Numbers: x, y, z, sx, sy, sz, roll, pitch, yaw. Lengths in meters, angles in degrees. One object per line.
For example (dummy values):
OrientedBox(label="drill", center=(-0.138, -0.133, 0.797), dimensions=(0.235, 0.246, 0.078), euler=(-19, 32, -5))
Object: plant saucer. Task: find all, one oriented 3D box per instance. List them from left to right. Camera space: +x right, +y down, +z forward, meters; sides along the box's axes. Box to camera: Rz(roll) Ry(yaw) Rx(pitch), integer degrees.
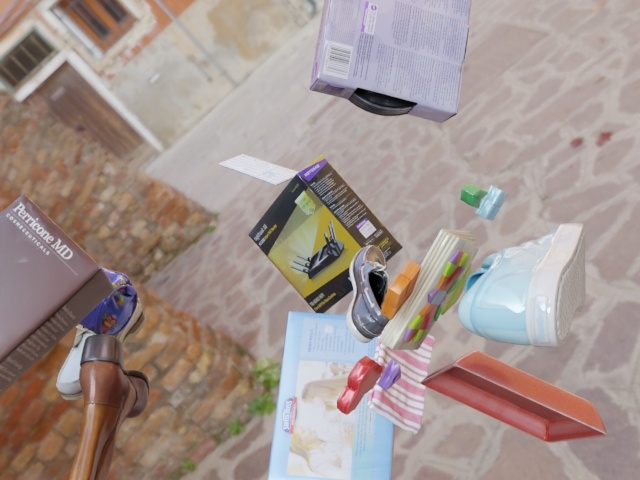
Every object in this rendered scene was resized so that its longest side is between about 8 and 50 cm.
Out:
OrientedBox(label="plant saucer", center=(0.316, 0.258, 1.376), dimensions=(0.259, 0.258, 0.047), euler=(108, -173, -74))

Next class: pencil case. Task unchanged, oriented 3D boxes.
OrientedBox(label="pencil case", center=(-0.506, 0.072, 1.634), dimensions=(0.133, 0.306, 0.119), euler=(-62, -16, -2))

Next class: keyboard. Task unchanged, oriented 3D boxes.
OrientedBox(label="keyboard", center=(-0.145, -0.167, 1.923), dimensions=(0.072, 0.014, 0.256), euler=(-20, 25, -31))

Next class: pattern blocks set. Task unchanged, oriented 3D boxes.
OrientedBox(label="pattern blocks set", center=(0.147, 0.070, 1.095), dimensions=(0.285, 0.026, 0.325), euler=(-13, -49, -60))

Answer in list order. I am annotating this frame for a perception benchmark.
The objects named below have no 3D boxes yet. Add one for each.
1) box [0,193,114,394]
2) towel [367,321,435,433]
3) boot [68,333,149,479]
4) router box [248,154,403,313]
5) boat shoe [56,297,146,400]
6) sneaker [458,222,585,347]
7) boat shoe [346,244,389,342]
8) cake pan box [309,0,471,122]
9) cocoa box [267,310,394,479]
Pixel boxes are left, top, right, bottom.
OrientedBox(label="box", center=(-0.542, 0.131, 1.323), dimensions=(0.381, 0.191, 0.143), euler=(-46, -10, -18))
OrientedBox(label="towel", center=(0.152, 0.244, 1.535), dimensions=(0.029, 0.144, 0.197), euler=(-15, 52, 42))
OrientedBox(label="boot", center=(-0.346, 0.335, 1.364), dimensions=(0.264, 0.096, 0.280), euler=(100, 170, -57))
OrientedBox(label="router box", center=(0.000, 0.000, 1.696), dimensions=(0.081, 0.243, 0.309), euler=(-39, -4, -32))
OrientedBox(label="boat shoe", center=(-0.478, 0.210, 1.759), dimensions=(0.113, 0.103, 0.302), euler=(-2, 31, 16))
OrientedBox(label="sneaker", center=(0.283, 0.048, 1.145), dimensions=(0.150, 0.135, 0.366), euler=(3, 9, 24))
OrientedBox(label="boat shoe", center=(0.088, 0.071, 1.276), dimensions=(0.065, 0.075, 0.206), euler=(-39, 22, 31))
OrientedBox(label="cake pan box", center=(0.122, -0.342, 1.370), dimensions=(0.070, 0.246, 0.266), euler=(147, 132, -74))
OrientedBox(label="cocoa box", center=(0.033, 0.343, 1.636), dimensions=(0.228, 0.231, 0.347), euler=(86, -171, -62))
